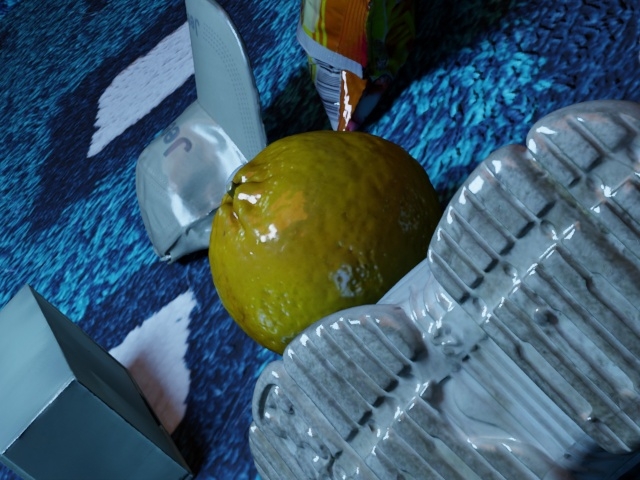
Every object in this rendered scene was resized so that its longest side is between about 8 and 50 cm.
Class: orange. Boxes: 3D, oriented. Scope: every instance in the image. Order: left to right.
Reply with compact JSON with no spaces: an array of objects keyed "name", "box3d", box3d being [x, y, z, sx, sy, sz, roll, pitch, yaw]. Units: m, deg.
[{"name":"orange","box3d":[0.003,0.001,0.892,0.177,0.155,0.178,-21,38,17]}]

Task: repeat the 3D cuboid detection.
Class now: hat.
[{"name":"hat","box3d":[-0.134,-0.111,1.193,0.149,0.245,0.214,-26,23,-9]}]

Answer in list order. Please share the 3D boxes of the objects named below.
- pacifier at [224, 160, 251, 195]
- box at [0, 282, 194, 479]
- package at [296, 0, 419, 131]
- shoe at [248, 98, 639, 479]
[{"name":"pacifier","box3d":[-0.040,-0.037,1.098,0.099,0.081,0.078,-23,6,35]},{"name":"box","box3d":[-0.203,0.137,1.005,0.086,0.129,0.225,-47,27,-4]},{"name":"package","box3d":[0.044,-0.251,1.139,0.108,0.223,0.288,10,52,5]},{"name":"shoe","box3d":[0.120,0.065,0.646,0.198,0.172,0.351,-21,-19,-47]}]
